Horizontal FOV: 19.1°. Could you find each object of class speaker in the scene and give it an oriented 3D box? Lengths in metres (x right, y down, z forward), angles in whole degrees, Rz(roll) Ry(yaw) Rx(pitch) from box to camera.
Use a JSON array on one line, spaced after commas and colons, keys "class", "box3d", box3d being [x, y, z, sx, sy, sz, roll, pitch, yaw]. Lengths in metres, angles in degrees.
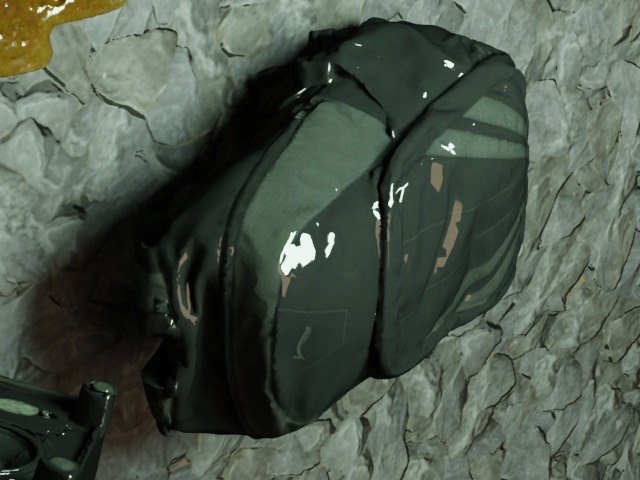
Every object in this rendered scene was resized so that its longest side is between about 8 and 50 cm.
[{"class": "speaker", "box3d": [-0.295, 0.245, 1.578, 0.232, 0.184, 0.254, -76, 179, -72]}]

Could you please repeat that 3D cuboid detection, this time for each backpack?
[{"class": "backpack", "box3d": [0.000, 0.000, 1.759, 0.445, 0.254, 0.363, -38, 137, -44]}]

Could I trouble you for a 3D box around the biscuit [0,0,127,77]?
[{"class": "biscuit", "box3d": [-0.287, -0.213, 1.494, 0.301, 0.043, 0.278, -51, 137, -10]}]
